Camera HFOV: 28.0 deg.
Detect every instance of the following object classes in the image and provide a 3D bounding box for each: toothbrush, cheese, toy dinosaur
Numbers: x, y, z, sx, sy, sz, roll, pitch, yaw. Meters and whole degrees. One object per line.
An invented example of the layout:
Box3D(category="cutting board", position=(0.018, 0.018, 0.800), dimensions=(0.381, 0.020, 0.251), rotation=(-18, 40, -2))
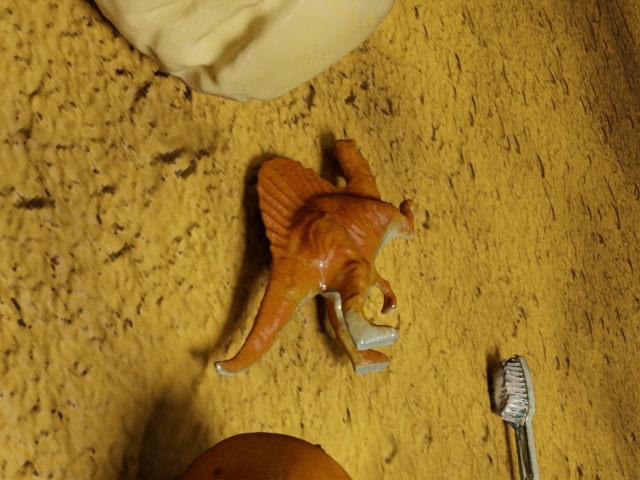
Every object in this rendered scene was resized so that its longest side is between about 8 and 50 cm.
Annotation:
Box3D(category="toothbrush", position=(0.142, 0.217, 0.855), dimensions=(0.028, 0.026, 0.294), rotation=(12, 64, -37))
Box3D(category="cheese", position=(-0.055, -0.191, 0.653), dimensions=(0.214, 0.117, 0.226), rotation=(41, 37, -37))
Box3D(category="toy dinosaur", position=(0.001, 0.000, 0.701), dimensions=(0.212, 0.057, 0.142), rotation=(6, 59, -60))

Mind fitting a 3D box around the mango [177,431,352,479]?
Box3D(category="mango", position=(-0.026, 0.154, 0.528), dimensions=(0.084, 0.105, 0.159), rotation=(29, 54, -27))
